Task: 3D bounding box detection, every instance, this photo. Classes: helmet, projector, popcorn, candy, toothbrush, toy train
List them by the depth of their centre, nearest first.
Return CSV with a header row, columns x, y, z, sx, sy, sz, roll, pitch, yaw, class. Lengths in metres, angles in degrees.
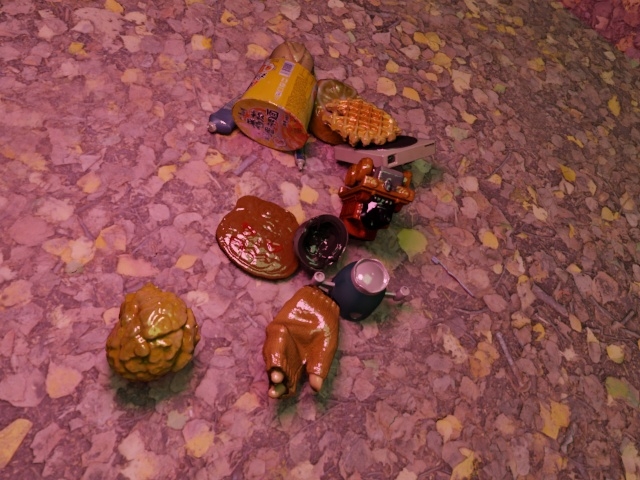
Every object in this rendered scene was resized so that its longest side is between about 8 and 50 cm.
x,y,z,sx,sy,sz,roll,pitch,yaw,class
-0.411,0.230,1.278,0.212,0.259,0.259,32,57,-18,popcorn
-0.014,0.003,1.545,0.177,0.107,0.153,-32,107,-32,helmet
0.150,-0.116,1.585,0.163,0.369,0.232,16,87,-11,toy train
0.447,0.123,1.726,0.193,0.013,0.019,44,65,7,toothbrush
0.218,-0.302,1.751,0.257,0.079,0.259,-20,27,-33,projector
0.059,-0.464,1.846,0.260,0.118,0.260,9,61,-17,candy
-0.100,-0.639,1.872,0.204,0.137,0.258,0,64,-18,helmet

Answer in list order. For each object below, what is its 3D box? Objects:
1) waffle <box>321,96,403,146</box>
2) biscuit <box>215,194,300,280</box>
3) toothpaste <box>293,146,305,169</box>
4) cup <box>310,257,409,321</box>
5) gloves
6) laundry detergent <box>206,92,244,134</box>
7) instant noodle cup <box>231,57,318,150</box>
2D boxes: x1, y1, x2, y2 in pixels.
x,y,z,sx,sy,sz,roll,pitch,yaw,class
0.138,-0.407,1.723,0.250,0.056,0.261,-22,53,-32,waffle
-0.174,-0.009,1.572,0.273,0.049,0.257,31,58,-2,biscuit
-0.075,-0.327,1.778,0.057,0.035,0.197,13,57,-30,toothpaste
0.122,0.133,1.520,0.299,0.173,0.168,10,60,-13,cup
-0.057,0.280,1.394,0.203,0.155,0.356,36,42,-6,gloves
-0.302,-0.422,1.736,0.097,0.061,0.206,46,59,5,laundry detergent
-0.136,-0.449,1.672,0.264,0.264,0.200,21,69,-7,instant noodle cup
